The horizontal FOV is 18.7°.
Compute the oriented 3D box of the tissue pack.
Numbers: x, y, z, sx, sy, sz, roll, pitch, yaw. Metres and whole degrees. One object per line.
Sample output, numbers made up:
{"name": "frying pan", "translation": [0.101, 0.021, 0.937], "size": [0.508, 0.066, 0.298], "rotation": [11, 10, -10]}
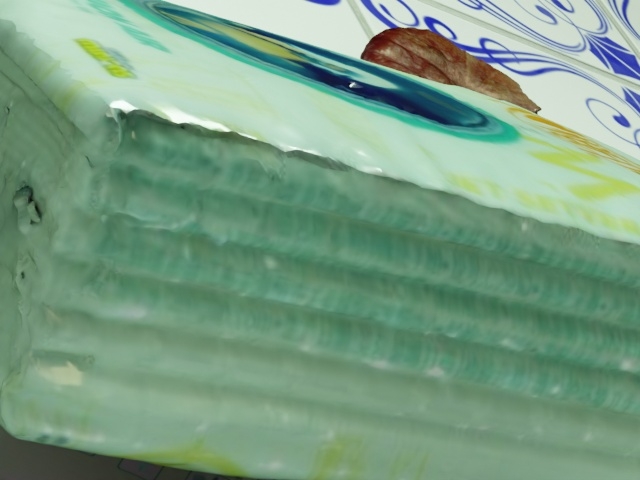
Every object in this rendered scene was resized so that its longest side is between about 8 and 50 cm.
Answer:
{"name": "tissue pack", "translation": [0.000, 0.000, 0.894], "size": [0.388, 0.162, 0.287], "rotation": [13, 15, -32]}

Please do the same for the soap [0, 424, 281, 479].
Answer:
{"name": "soap", "translation": [-0.086, 0.066, 1.084], "size": [0.199, 0.138, 0.182], "rotation": [27, 28, -17]}

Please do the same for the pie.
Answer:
{"name": "pie", "translation": [0.122, -0.113, 1.747], "size": [0.204, 0.054, 0.218], "rotation": [35, 28, -2]}
